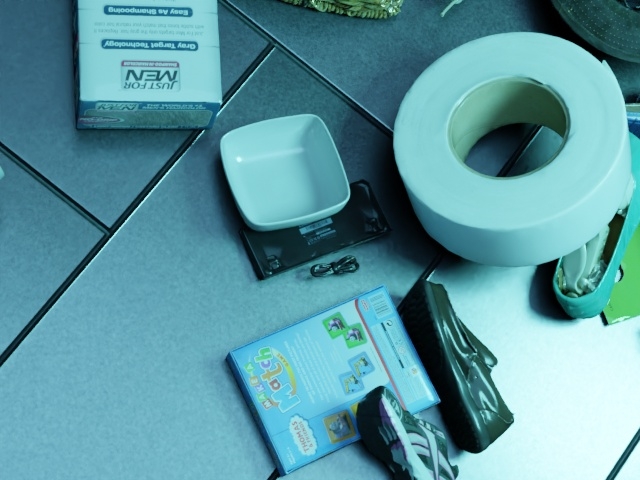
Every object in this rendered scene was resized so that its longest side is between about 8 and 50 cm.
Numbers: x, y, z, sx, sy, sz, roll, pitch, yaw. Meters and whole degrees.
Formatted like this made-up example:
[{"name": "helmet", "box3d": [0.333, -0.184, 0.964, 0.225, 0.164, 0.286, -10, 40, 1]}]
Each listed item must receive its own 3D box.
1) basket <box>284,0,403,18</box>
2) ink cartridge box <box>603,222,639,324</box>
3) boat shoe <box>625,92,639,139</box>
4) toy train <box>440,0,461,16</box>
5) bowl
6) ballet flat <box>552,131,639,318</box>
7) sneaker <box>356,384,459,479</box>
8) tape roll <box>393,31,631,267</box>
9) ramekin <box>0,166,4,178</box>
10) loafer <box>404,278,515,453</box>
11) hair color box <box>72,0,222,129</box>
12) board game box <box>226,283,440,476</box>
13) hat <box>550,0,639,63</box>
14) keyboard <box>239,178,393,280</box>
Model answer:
[{"name": "basket", "box3d": [-0.007, -0.452, 2.009, 0.213, 0.223, 0.299, -1, 71, 21]}, {"name": "ink cartridge box", "box3d": [0.461, -0.019, 1.985, 0.255, 0.097, 0.189, -17, 79, -18]}, {"name": "boat shoe", "box3d": [0.444, -0.167, 2.047, 0.183, 0.066, 0.066, 4, 68, -22]}, {"name": "toy train", "box3d": [0.185, -0.418, 2.043, 0.143, 0.105, 0.248, 40, 70, 12]}, {"name": "bowl", "box3d": [-0.047, -0.076, 1.901, 0.142, 0.053, 0.142, -13, 65, -15]}, {"name": "ballet flat", "box3d": [0.350, -0.023, 1.933, 0.083, 0.087, 0.247, 15, 87, 28]}, {"name": "sneaker", "box3d": [0.106, 0.236, 1.833, 0.077, 0.072, 0.178, -46, 122, -33]}, {"name": "tape roll", "box3d": [0.236, -0.113, 1.897, 0.286, 0.100, 0.286, -7, 59, 12]}, {"name": "ramekin", "box3d": [-0.465, -0.121, 1.755, 0.109, 0.207, 0.207, -40, 86, -11]}, {"name": "loafer", "box3d": [0.170, 0.147, 1.889, 0.078, 0.080, 0.220, -18, 84, -27]}, {"name": "hair color box", "box3d": [-0.219, -0.314, 1.913, 0.174, 0.105, 0.347, 0, 74, -12]}, {"name": "board game box", "box3d": [0.015, 0.166, 1.861, 0.211, 0.039, 0.160, -22, 81, -19]}, {"name": "hat", "box3d": [0.451, -0.374, 2.068, 0.331, 0.134, 0.331, -1, 80, 6]}, {"name": "keyboard", "box3d": [0.000, 0.000, 1.917, 0.180, 0.023, 0.108, -21, 73, -17]}]
